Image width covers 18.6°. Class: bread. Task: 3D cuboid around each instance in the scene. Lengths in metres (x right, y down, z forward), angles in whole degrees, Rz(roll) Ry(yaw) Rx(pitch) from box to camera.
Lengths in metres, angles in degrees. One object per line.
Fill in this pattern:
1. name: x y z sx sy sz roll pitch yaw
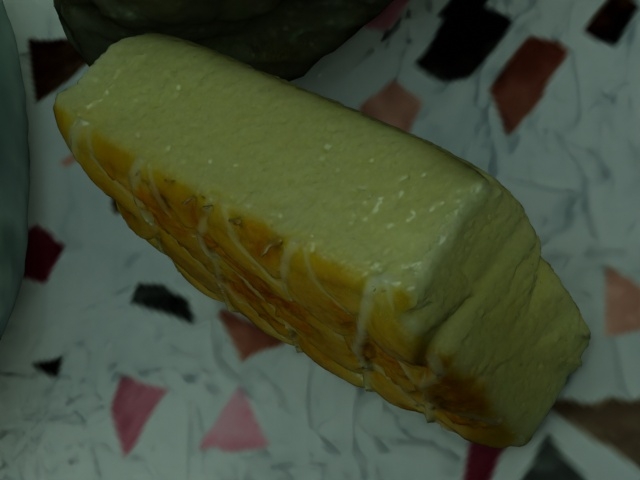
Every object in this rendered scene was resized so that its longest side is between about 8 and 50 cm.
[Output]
1. bread: -0.001 0.000 0.722 0.188 0.125 0.068 26 73 37

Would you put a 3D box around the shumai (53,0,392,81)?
1. shumai: -0.022 -0.197 0.803 0.256 0.189 0.218 -32 54 6

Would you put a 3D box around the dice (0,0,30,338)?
1. dice: -0.342 -0.056 0.826 0.328 0.330 0.348 -20 55 20
